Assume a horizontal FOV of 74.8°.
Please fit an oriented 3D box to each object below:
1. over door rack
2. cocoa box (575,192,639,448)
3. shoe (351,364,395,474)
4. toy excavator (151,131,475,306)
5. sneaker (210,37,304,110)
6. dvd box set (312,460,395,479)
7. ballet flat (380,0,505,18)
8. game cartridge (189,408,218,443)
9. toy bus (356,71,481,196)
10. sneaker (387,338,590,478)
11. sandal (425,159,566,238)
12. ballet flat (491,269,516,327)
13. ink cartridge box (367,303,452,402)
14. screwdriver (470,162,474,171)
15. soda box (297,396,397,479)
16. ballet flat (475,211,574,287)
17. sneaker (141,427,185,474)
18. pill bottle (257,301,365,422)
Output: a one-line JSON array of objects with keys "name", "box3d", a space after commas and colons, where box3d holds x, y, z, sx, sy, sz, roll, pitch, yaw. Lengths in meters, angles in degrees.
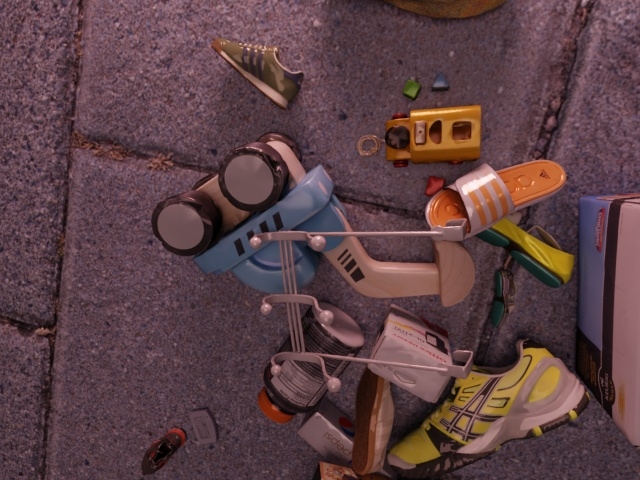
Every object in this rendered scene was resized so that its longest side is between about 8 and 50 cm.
[{"name": "over door rack", "box3d": [0.060, 0.097, 0.624, 0.325, 0.108, 0.239, -3, 104, 13]}, {"name": "cocoa box", "box3d": [0.553, 0.100, 0.638, 0.232, 0.228, 0.346, -2, 98, 13]}, {"name": "shoe", "box3d": [0.111, 0.353, 0.847, 0.059, 0.077, 0.218, 18, 74, -24]}, {"name": "toy excavator", "box3d": [0.000, 0.000, 0.787, 0.433, 0.222, 0.445, -32, 105, 15]}, {"name": "sneaker", "box3d": [-0.115, -0.345, 0.812, 0.192, 0.064, 0.086, 41, 98, 4]}, {"name": "dvd box set", "box3d": [0.148, 0.638, 0.836, 0.421, 0.062, 0.307, 17, 97, -7]}, {"name": "ballet flat", "box3d": [0.151, -0.456, 0.702, 0.349, 0.123, 0.123, 14, 102, 10]}, {"name": "game cartridge", "box3d": [-0.275, 0.442, 0.996, 0.056, 0.017, 0.083, -15, 95, 18]}, {"name": "toy bus", "box3d": [0.184, -0.184, 0.737, 0.191, 0.104, 0.202, 44, 105, 7]}, {"name": "sneaker", "box3d": [0.289, 0.325, 0.803, 0.385, 0.145, 0.147, -34, 70, 13]}, {"name": "sandal", "box3d": [0.298, -0.091, 0.702, 0.266, 0.076, 0.101, -24, 64, -7]}, {"name": "ballet flat", "box3d": [0.349, 0.111, 0.788, 0.041, 0.041, 0.114, 3, 100, 13]}, {"name": "ink cartridge box", "box3d": [0.168, 0.199, 0.771, 0.128, 0.175, 0.072, 27, 104, 7]}, {"name": "screwdriver", "box3d": [0.280, -0.143, 0.776, 0.024, 0.025, 0.169, -15, 86, 16]}, {"name": "soda box", "box3d": [0.060, 0.440, 0.890, 0.216, 0.069, 0.073, 40, 105, 5]}, {"name": "ballet flat", "box3d": [0.354, -0.007, 0.756, 0.231, 0.077, 0.077, 36, 84, 5]}, {"name": "sneaker", "box3d": [-0.394, 0.518, 1.009, 0.061, 0.065, 0.157, 41, 105, 4]}, {"name": "pill bottle", "box3d": [-0.030, 0.255, 0.850, 0.131, 0.130, 0.245, 37, 105, 5]}]
